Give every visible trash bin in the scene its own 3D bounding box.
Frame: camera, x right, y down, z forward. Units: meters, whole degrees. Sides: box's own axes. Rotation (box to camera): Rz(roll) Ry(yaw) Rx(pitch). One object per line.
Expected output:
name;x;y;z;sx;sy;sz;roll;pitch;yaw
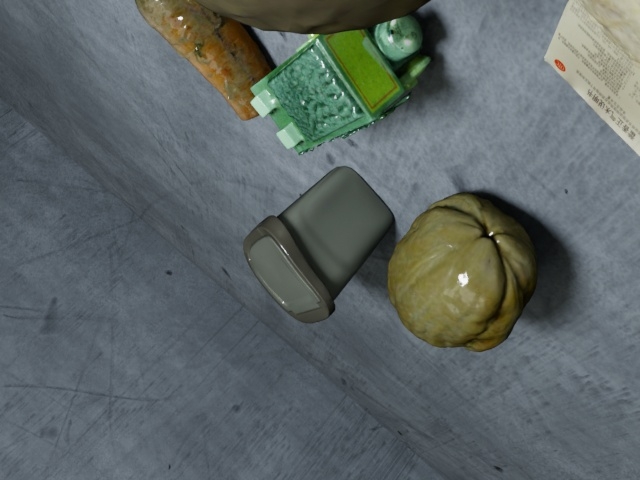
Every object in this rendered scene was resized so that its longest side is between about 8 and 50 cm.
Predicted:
trash bin;0.000;0.000;1.176;0.219;0.250;0.220;48;155;-8

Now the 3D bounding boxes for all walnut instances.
walnut;0.229;0.051;0.946;0.283;0.227;0.283;170;90;-79

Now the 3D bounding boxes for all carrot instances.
carrot;-0.196;-0.362;1.051;0.138;0.139;0.302;8;145;52

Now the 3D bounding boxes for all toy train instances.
toy train;0.028;-0.237;0.830;0.159;0.188;0.271;53;156;-16

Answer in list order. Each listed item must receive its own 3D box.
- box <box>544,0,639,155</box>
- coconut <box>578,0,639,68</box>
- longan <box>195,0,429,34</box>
box;0.319;-0.169;0.511;0.168;0.095;0.212;94;152;-57
coconut;0.264;-0.220;0.214;0.404;0.404;0.405;35;154;20
longan;-0.006;-0.359;0.456;0.391;0.391;0.391;35;154;20
